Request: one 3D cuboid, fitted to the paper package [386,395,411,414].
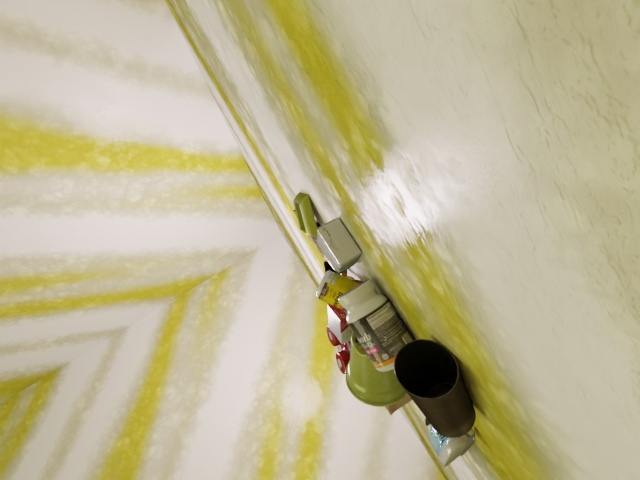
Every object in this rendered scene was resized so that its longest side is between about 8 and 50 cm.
[{"bbox_3d":[0.303,0.641,1.989,0.324,0.168,0.309,52,170,44],"label":"paper package"}]

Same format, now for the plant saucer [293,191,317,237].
[{"bbox_3d":[-0.069,-0.105,1.716,0.188,0.045,0.188,-146,40,-72],"label":"plant saucer"}]

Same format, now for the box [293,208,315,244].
[{"bbox_3d":[-0.075,-0.070,2.149,0.201,0.021,0.164,61,172,-19],"label":"box"}]

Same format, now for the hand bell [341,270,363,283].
[{"bbox_3d":[0.107,0.157,1.691,0.126,0.126,0.242,62,-176,-27],"label":"hand bell"}]

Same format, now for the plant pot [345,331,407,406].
[{"bbox_3d":[0.219,0.448,1.553,0.276,0.276,0.253,49,156,49],"label":"plant pot"}]

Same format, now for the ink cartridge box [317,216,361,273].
[{"bbox_3d":[0.061,0.024,1.409,0.153,0.087,0.208,58,173,10],"label":"ink cartridge box"}]

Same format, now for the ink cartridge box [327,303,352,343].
[{"bbox_3d":[0.134,0.316,1.658,0.127,0.176,0.128,-137,36,-54],"label":"ink cartridge box"}]

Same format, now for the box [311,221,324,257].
[{"bbox_3d":[0.000,0.000,1.871,0.190,0.045,0.184,61,169,-12],"label":"box"}]

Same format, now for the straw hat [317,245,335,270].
[{"bbox_3d":[0.055,0.063,1.698,0.144,0.061,0.144,53,174,8],"label":"straw hat"}]

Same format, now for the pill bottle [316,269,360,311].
[{"bbox_3d":[0.100,0.203,1.498,0.215,0.117,0.117,23,166,7],"label":"pill bottle"}]

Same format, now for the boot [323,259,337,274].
[{"bbox_3d":[0.095,0.252,2.024,0.295,0.104,0.211,59,174,31],"label":"boot"}]

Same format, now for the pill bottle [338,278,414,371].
[{"bbox_3d":[0.186,0.280,1.344,0.278,0.162,0.162,57,172,5],"label":"pill bottle"}]

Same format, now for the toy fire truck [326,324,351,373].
[{"bbox_3d":[0.120,0.477,1.854,0.254,0.170,0.302,131,122,-67],"label":"toy fire truck"}]

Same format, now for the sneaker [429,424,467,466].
[{"bbox_3d":[0.461,0.742,1.502,0.150,0.135,0.365,50,168,31],"label":"sneaker"}]

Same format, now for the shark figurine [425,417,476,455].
[{"bbox_3d":[0.418,0.612,1.363,0.278,0.116,0.166,52,171,50],"label":"shark figurine"}]

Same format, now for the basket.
[{"bbox_3d":[0.320,0.410,1.077,0.226,0.154,0.204,58,175,-26],"label":"basket"}]
